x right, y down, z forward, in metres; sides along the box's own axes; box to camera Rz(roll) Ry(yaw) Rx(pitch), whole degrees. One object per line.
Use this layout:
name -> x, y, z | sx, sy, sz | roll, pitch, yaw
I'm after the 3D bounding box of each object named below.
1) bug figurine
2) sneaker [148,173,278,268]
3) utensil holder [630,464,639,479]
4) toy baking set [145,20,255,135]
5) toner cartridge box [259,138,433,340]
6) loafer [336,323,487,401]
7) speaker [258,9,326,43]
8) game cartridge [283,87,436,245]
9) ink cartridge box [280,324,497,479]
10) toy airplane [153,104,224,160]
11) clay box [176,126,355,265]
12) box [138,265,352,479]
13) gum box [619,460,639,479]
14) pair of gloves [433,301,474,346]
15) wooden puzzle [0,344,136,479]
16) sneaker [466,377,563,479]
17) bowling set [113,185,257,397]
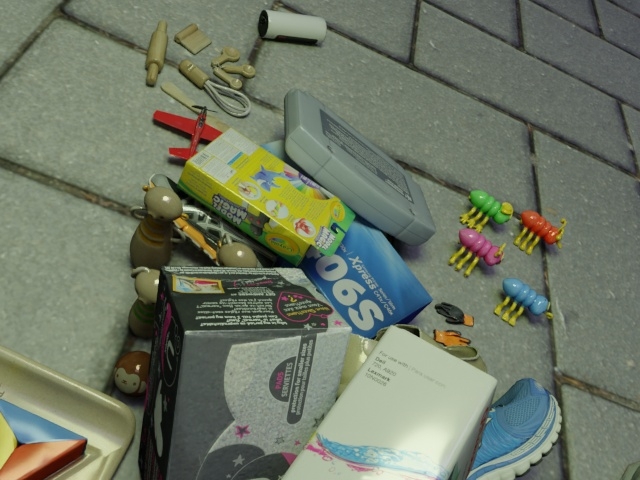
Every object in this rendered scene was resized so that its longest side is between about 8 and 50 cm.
bug figurine -> 0.349, 0.010, 1.057 | 0.216, 0.072, 0.279 | 32, 49, -2
sneaker -> -0.149, -0.023, 0.806 | 0.215, 0.084, 0.083 | 42, 81, -6
utensil holder -> 0.360, 0.439, 0.546 | 0.385, 0.327, 0.327 | -29, 73, -25
toy baking set -> -0.212, -0.300, 1.025 | 0.197, 0.030, 0.256 | 15, 51, -17
toner cartridge box -> 0.000, 0.000, 0.884 | 0.165, 0.075, 0.348 | -24, 69, -38
loafer -> 0.125, 0.156, 0.758 | 0.268, 0.102, 0.092 | 2, 87, -40
speaker -> -0.058, -0.440, 1.189 | 0.136, 0.055, 0.055 | -4, 59, -30
game cartridge -> 0.061, -0.113, 0.931 | 0.294, 0.060, 0.196 | 34, 23, -25
ink cartridge box -> 0.044, 0.251, 0.532 | 0.117, 0.201, 0.278 | 24, 53, 25
toy airplane -> -0.202, -0.166, 0.928 | 0.151, 0.028, 0.151 | 13, 55, -20
clay box -> -0.068, -0.056, 0.793 | 0.222, 0.053, 0.127 | 35, 38, -1
box -> -0.084, 0.166, 0.584 | 0.163, 0.247, 0.142 | 3, 21, -25
gum box -> 0.473, 0.416, 0.829 | 0.188, 0.062, 0.107 | -29, 73, -38
pair of gloves -> 0.217, 0.140, 0.935 | 0.074, 0.010, 0.083 | 22, 49, -11
wooden puzzle -> -0.384, 0.238, 0.511 | 0.322, 0.080, 0.348 | 28, 49, -6
sneaker -> 0.190, 0.256, 0.759 | 0.330, 0.130, 0.147 | -22, 71, -37
bowling set -> -0.148, 0.094, 0.687 | 0.287, 0.154, 0.200 | 32, 48, -2
